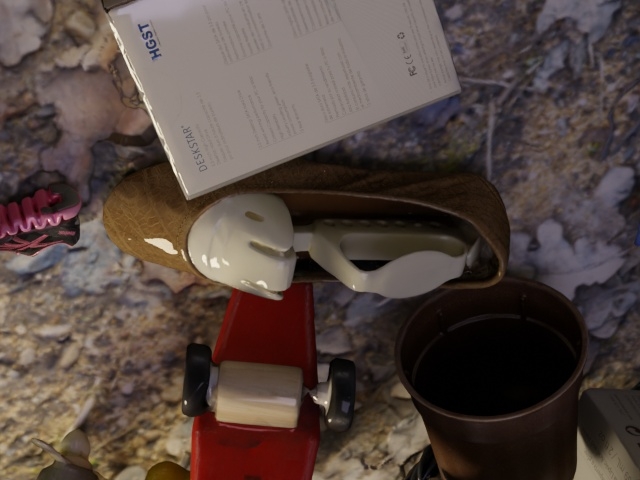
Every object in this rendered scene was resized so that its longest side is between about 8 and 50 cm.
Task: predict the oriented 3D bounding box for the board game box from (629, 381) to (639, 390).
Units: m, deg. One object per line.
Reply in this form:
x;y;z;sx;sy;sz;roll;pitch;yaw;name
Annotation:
0.332;0.217;1.797;0.126;0.026;0.186;-41;124;14;board game box

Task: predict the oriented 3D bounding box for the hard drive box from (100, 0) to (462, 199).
-0.031;-0.161;1.412;0.232;0.089;0.181;-21;125;-1;hard drive box

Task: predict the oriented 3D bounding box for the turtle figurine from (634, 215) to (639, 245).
0.402;0.084;1.601;0.266;0.274;0.198;39;75;-55;turtle figurine

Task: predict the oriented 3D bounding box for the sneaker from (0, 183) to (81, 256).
-0.247;-0.004;1.491;0.119;0.047;0.057;-12;136;-6;sneaker

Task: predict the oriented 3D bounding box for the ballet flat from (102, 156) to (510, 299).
0.000;0.000;1.505;0.342;0.124;0.116;4;121;-17;ballet flat

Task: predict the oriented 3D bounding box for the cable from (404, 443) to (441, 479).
0.152;0.252;1.761;0.150;0.047;0.184;-33;124;8;cable

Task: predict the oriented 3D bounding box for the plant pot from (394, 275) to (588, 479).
0.157;0.146;1.632;0.167;0.167;0.165;-16;134;-4;plant pot

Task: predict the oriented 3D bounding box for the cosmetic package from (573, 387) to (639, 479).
0.308;0.253;1.700;0.151;0.151;0.184;5;118;-19;cosmetic package

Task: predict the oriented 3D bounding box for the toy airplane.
-0.064;0.269;1.579;0.384;0.272;0.386;-39;92;-3;toy airplane
